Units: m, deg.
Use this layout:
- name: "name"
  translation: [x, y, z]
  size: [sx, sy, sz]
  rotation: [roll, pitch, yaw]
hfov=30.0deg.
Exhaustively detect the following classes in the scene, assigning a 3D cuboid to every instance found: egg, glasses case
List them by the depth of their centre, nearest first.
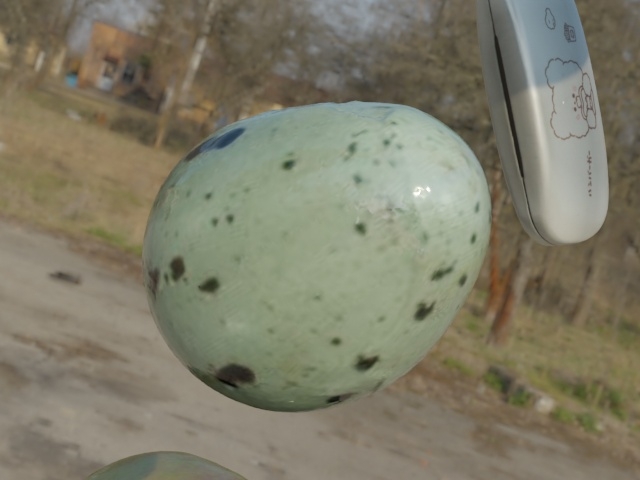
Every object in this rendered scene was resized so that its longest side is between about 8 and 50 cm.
- name: "egg"
  translation: [0.000, 0.000, 0.490]
  size: [0.131, 0.131, 0.164]
  rotation: [16, -37, -39]
- name: "glasses case"
  translation: [0.147, -0.092, 0.788]
  size: [0.074, 0.193, 0.049]
  rotation: [-14, 3, -40]

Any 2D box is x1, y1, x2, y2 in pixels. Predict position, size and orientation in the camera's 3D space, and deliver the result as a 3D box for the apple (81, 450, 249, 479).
- name: "apple"
  translation: [-0.104, 0.320, 0.791]
  size: [0.319, 0.319, 0.277]
  rotation: [21, 48, 37]
